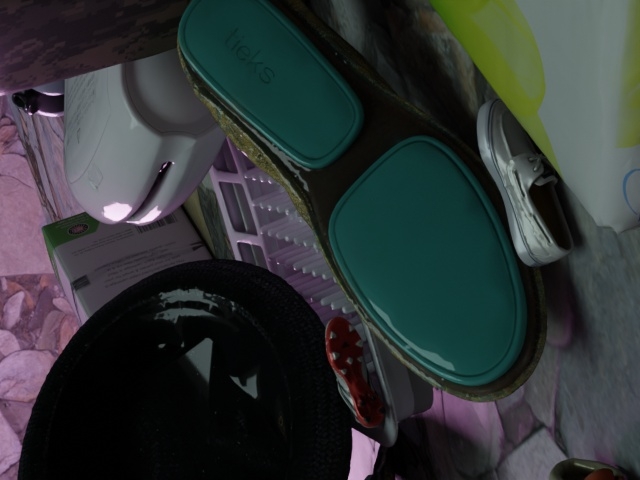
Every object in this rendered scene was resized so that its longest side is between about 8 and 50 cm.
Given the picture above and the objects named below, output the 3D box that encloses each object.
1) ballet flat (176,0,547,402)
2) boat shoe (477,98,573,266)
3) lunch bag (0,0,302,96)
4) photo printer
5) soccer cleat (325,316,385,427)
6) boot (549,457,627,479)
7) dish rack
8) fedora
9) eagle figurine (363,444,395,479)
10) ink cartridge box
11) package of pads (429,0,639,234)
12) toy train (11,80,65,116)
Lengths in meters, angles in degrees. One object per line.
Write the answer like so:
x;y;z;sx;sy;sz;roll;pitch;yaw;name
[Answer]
0.037;-0.037;1.140;0.348;0.123;0.123;50;157;24;ballet flat
0.120;-0.036;1.014;0.035;0.035;0.100;-19;85;48;boat shoe
-0.163;-0.267;1.205;0.212;0.305;0.256;117;132;-69;lunch bag
-0.140;-0.171;1.426;0.256;0.107;0.308;140;131;-66;photo printer
0.021;0.095;1.266;0.083;0.029;0.035;67;160;-3;soccer cleat
0.174;0.179;1.032;0.158;0.059;0.085;-150;48;-70;boot
0.000;0.000;1.404;0.333;0.072;0.286;-163;56;-72;dish rack
-0.083;0.184;1.403;0.152;0.334;0.334;42;-169;-47;fedora
0.028;0.303;1.544;0.226;0.225;0.298;35;144;-26;eagle figurine
-0.206;0.050;2.029;0.219;0.160;0.093;-124;20;-47;ink cartridge box
0.116;-0.175;0.717;0.296;0.101;0.229;86;160;-47;package of pads
-0.247;-0.264;1.685;0.142;0.190;0.334;28;148;18;toy train
